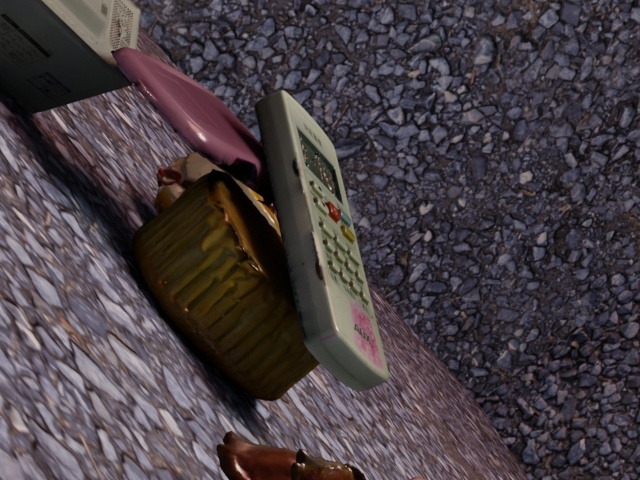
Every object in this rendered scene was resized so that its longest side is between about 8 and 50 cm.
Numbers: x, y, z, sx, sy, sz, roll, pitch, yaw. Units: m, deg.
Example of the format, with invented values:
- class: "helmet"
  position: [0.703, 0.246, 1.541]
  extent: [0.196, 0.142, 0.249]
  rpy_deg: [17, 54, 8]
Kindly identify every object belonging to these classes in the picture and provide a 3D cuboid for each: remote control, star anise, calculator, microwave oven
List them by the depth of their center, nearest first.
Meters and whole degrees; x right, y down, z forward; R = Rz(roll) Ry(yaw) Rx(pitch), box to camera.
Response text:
- class: "star anise"
  position: [0.023, 0.260, 1.313]
  extent: [0.288, 0.088, 0.288]
  rpy_deg: [30, -32, 21]
- class: "remote control"
  position: [0.001, 0.000, 1.757]
  extent: [0.145, 0.050, 0.344]
  rpy_deg: [45, 26, -52]
- class: "microwave oven"
  position: [-0.316, -0.258, 1.764]
  extent: [0.208, 0.162, 0.122]
  rpy_deg: [45, 38, -49]
- class: "calculator"
  position: [-0.131, -0.133, 1.784]
  extent: [0.194, 0.043, 0.294]
  rpy_deg: [49, 8, 24]

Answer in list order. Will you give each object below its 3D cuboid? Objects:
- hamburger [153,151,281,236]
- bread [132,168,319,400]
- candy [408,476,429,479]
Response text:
- class: "hamburger"
  position: [-0.102, 0.000, 2.085]
  extent: [0.227, 0.151, 0.295]
  rpy_deg: [62, 4, 33]
- class: "bread"
  position: [-0.094, 0.054, 1.792]
  extent: [0.253, 0.142, 0.227]
  rpy_deg: [53, 3, -20]
- class: "candy"
  position: [0.159, 0.397, 1.849]
  extent: [0.255, 0.094, 0.255]
  rpy_deg: [52, 4, -5]
